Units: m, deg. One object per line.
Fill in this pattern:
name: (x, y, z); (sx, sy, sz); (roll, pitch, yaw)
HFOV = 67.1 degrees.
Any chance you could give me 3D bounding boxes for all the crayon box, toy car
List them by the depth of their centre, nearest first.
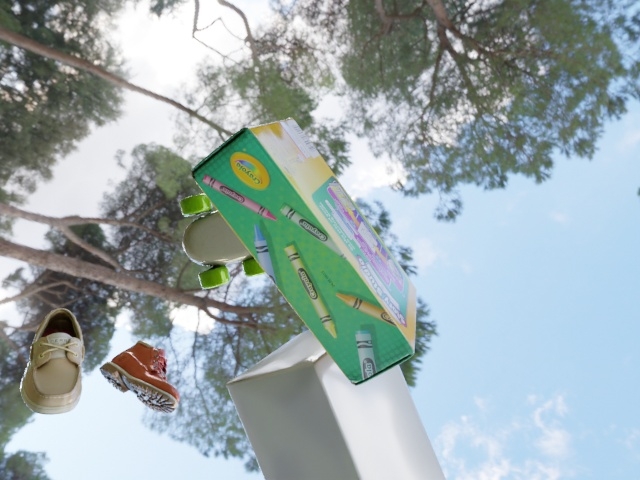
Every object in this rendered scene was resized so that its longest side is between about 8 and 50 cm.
crayon box: (0.000, 0.000, 0.546); (0.081, 0.278, 0.165); (-34, -173, 19)
toy car: (-0.178, -0.005, 0.888); (0.188, 0.149, 0.155); (174, -97, -74)

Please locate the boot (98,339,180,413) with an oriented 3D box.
boot: (-0.258, 0.202, 0.738); (0.158, 0.059, 0.084); (17, -139, 32)

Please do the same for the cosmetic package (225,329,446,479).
cosmetic package: (0.050, 0.303, 0.639); (0.155, 0.197, 0.365); (-24, -93, 32)

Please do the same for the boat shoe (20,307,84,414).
boat shoe: (-0.309, 0.133, 0.561); (0.170, 0.063, 0.059); (35, -67, 54)
